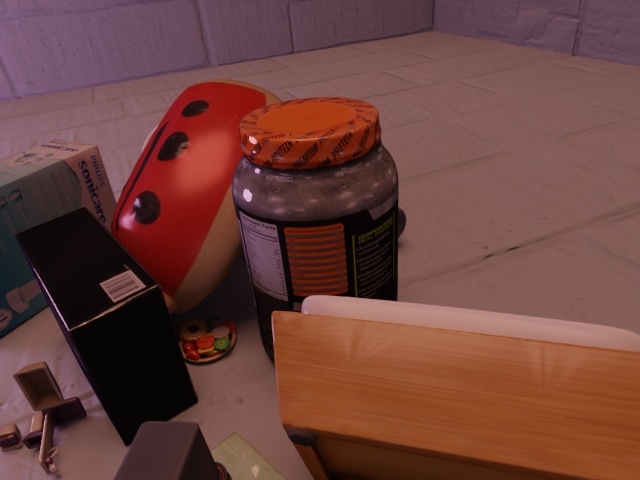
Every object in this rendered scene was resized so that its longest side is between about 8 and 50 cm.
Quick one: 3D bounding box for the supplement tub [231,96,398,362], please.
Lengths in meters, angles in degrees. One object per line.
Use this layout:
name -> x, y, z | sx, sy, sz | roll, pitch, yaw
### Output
supplement tub -> 0.000, 0.000, 0.583 | 0.193, 0.316, 0.194 | -3, 31, 2

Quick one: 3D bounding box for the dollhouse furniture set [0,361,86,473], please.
dollhouse furniture set -> -0.318, 0.199, 0.505 | 0.090, 0.115, 0.081 | -12, 37, -16

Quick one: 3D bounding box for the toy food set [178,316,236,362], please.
toy food set -> -0.159, 0.138, 0.664 | 0.082, 0.020, 0.083 | -10, 32, -8

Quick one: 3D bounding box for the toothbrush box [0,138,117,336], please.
toothbrush box -> -0.488, -0.013, 0.772 | 0.126, 0.217, 0.295 | 13, 37, 26

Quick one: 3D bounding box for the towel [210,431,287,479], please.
towel -> -0.121, 0.318, 0.353 | 0.247, 0.038, 0.324 | 23, 41, 39

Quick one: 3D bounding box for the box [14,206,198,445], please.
box -> -0.275, 0.094, 0.598 | 0.103, 0.185, 0.261 | -30, 39, -29

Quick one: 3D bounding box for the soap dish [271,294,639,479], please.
soap dish -> 0.110, 0.162, 0.409 | 0.290, 0.229, 0.118 | 4, 49, 15

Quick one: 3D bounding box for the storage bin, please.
storage bin -> -0.129, 0.225, 0.395 | 0.098, 0.091, 0.135 | -2, 30, 7

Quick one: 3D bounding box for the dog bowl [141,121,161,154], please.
dog bowl -> -0.246, -0.184, 1.040 | 0.264, 0.104, 0.265 | -4, 52, 5

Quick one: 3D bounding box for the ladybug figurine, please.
ladybug figurine -> -0.195, -0.096, 0.740 | 0.305, 0.161, 0.450 | -30, 39, 37

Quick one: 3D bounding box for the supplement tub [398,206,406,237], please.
supplement tub -> 0.069, -0.063, 0.875 | 0.106, 0.106, 0.198 | -22, 36, -25
